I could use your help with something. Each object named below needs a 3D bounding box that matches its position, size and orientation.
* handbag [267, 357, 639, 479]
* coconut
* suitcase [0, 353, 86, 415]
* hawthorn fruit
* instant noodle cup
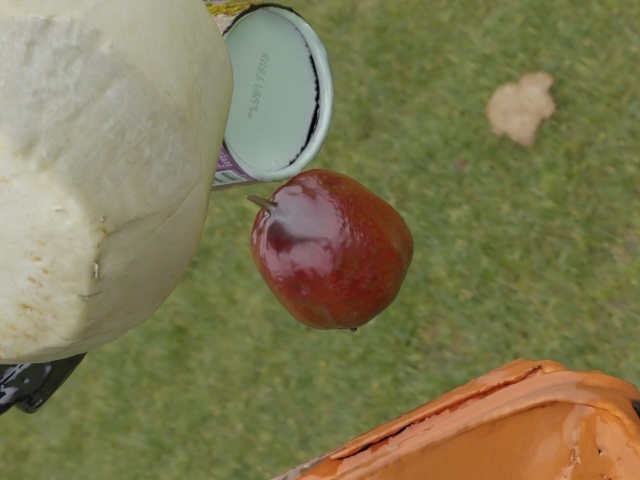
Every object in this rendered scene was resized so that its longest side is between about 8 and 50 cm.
[{"bbox_3d":[0.119,0.299,1.057,0.303,0.410,0.116,-25,10,-14],"label":"handbag"},{"bbox_3d":[-0.210,-0.078,1.131,0.323,0.323,0.323,-22,57,38],"label":"coconut"},{"bbox_3d":[-0.302,-0.014,1.699,0.339,0.188,0.345,-53,25,-8],"label":"suitcase"},{"bbox_3d":[0.000,0.000,2.014,0.189,0.251,0.189,-26,40,25],"label":"hawthorn fruit"},{"bbox_3d":[-0.157,-0.213,2.409,0.266,0.340,0.340,1,73,44],"label":"instant noodle cup"}]
